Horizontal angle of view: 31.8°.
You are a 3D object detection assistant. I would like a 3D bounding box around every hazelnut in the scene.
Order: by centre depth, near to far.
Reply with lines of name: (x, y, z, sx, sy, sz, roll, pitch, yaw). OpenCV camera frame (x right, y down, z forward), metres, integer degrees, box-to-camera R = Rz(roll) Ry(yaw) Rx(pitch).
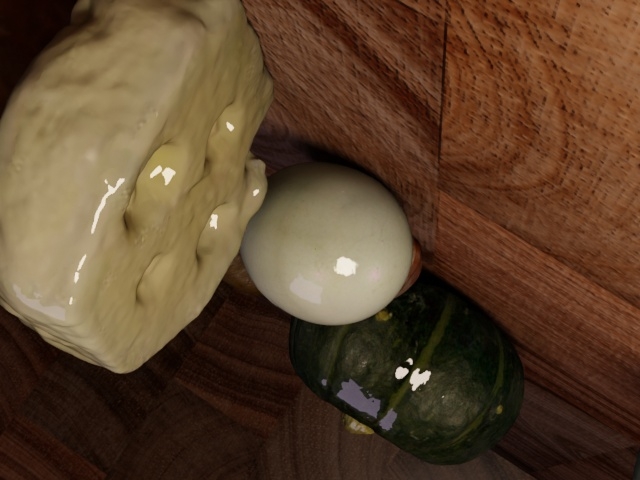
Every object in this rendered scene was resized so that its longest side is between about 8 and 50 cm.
hazelnut: (0.071, 0.025, 1.199, 0.086, 0.086, 0.086, 33, 172, 5)

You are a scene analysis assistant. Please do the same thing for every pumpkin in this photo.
pumpkin: (0.095, 0.147, 1.346, 0.300, 0.207, 0.300, 35, 178, 2)

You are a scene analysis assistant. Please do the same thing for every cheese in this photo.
cheese: (-0.136, -0.058, 0.875, 0.115, 0.326, 0.318, 26, -152, 14)

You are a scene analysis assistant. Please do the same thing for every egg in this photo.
egg: (0.000, 0.000, 1.067, 0.151, 0.151, 0.209, 38, 174, -29)

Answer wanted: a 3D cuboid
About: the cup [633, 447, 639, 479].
cup: (0.349, 0.218, 0.983, 0.199, 0.150, 0.199, 34, 172, 5)

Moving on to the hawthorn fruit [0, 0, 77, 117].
hawthorn fruit: (-0.309, -0.159, 1.060, 0.298, 0.276, 0.277, 15, 172, 0)

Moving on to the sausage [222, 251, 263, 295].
sausage: (-0.157, -0.027, 1.576, 0.501, 0.123, 0.136, 39, -144, -67)
